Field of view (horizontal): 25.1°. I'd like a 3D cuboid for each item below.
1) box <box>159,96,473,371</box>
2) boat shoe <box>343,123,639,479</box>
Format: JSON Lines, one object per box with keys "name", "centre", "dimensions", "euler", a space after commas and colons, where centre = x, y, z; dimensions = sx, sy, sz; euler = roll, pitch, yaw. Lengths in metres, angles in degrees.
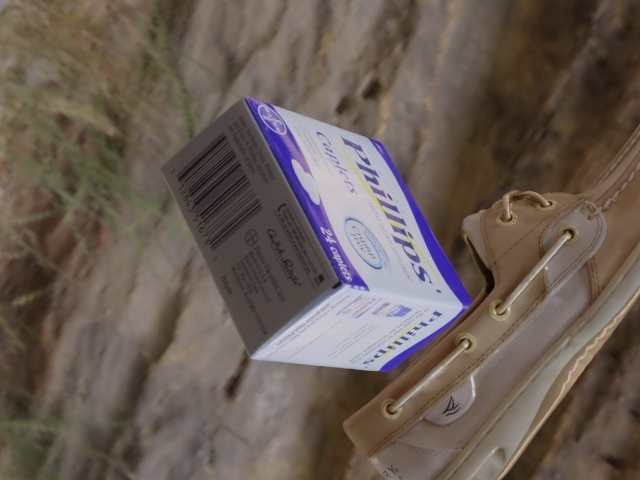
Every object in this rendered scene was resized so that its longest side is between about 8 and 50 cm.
{"name": "box", "centre": [0.000, 0.000, 0.790], "dimensions": [0.072, 0.126, 0.137], "euler": [-39, 153, 24]}
{"name": "boat shoe", "centre": [0.070, 0.012, 0.474], "dimensions": [0.170, 0.059, 0.063], "euler": [-54, 176, -5]}
